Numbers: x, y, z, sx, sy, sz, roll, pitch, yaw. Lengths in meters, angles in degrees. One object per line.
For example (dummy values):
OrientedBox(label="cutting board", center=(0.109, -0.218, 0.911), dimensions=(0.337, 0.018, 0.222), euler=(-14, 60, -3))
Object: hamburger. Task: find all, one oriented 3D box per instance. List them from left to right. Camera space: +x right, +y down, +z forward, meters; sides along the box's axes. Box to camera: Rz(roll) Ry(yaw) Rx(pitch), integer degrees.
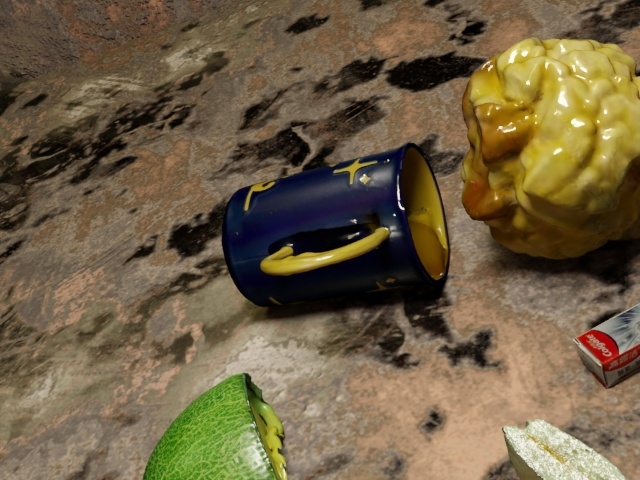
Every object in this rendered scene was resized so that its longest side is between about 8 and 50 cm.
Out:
OrientedBox(label="hamburger", center=(0.215, 0.212, 0.861), dimensions=(0.054, 0.084, 0.121), euler=(-44, 54, -16))

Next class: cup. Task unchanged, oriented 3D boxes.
OrientedBox(label="cup", center=(0.000, -0.020, 1.197), dimensions=(0.256, 0.255, 0.178), euler=(-11, 73, 21))

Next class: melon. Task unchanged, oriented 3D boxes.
OrientedBox(label="melon", center=(-0.119, 0.244, 0.992), dimensions=(0.169, 0.129, 0.265), euler=(-27, 33, -1))

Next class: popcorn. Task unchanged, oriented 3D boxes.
OrientedBox(label="popcorn", center=(0.300, -0.095, 1.121), dimensions=(0.332, 0.265, 0.225), euler=(4, 40, -32))

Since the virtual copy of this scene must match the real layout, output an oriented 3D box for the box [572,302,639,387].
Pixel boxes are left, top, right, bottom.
OrientedBox(label="box", center=(0.372, 0.078, 1.000), dimensions=(0.218, 0.039, 0.055), euler=(-28, 34, -6))
